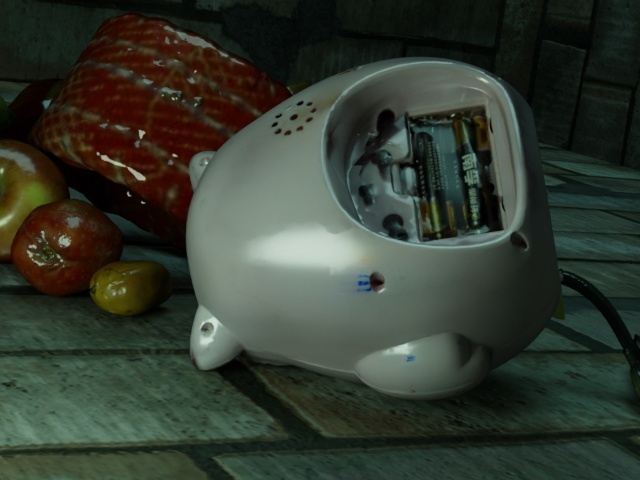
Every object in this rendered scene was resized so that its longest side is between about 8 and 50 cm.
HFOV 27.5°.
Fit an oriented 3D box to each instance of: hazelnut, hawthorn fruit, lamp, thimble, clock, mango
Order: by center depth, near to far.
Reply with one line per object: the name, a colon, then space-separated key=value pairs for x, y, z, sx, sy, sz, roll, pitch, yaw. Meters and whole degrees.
clock: x=0.046 y=-0.018 z=1.314 sx=0.376 sy=0.368 sz=0.250 roll=-8 pitch=-31 yaw=7
mango: x=-0.209 y=0.052 z=1.471 sx=0.080 sy=0.060 sz=0.114 roll=2 pitch=6 yaw=33
lamp: x=0.261 y=0.092 z=1.477 sx=0.283 sy=0.124 sz=0.203 roll=14 pitch=2 yaw=16
hawthorn fruit: x=-0.290 y=0.008 z=1.497 sx=0.128 sy=0.128 sz=0.128 roll=8 pitch=11 yaw=-2
thimble: x=-0.196 y=-0.132 z=1.732 sx=0.350 sy=0.231 sz=0.350 roll=27 pitch=-13 yaw=7
hazelnut: x=-0.463 y=-0.191 z=2.302 sx=0.212 sy=0.181 sz=0.181 roll=-7 pitch=47 yaw=-47

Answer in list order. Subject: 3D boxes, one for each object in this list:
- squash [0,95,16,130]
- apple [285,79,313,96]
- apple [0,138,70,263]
squash: x=-0.531 y=-0.192 z=1.934 sx=0.094 sy=0.094 sz=0.341 roll=12 pitch=8 yaw=17
apple: x=-0.087 y=-0.209 z=2.512 sx=0.237 sy=0.208 sz=0.237 roll=7 pitch=9 yaw=-1
apple: x=-0.388 y=-0.047 z=1.607 sx=0.163 sy=0.163 sz=0.139 roll=8 pitch=-13 yaw=-1
